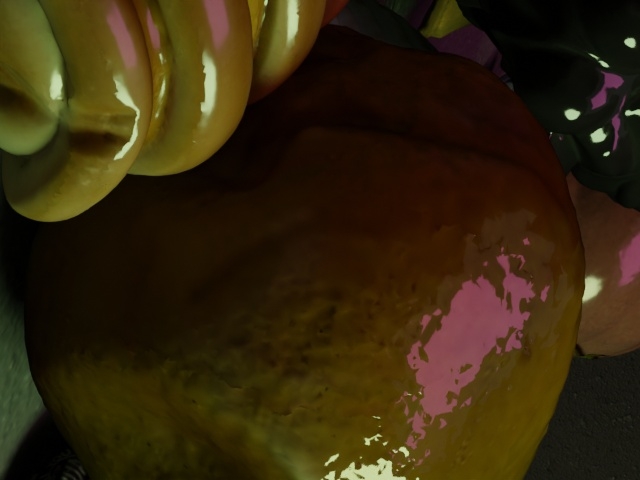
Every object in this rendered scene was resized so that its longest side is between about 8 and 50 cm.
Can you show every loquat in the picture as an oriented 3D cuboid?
[{"bbox_3d":[-0.001,0.035,0.804,0.276,0.276,0.283,-53,136,-45],"label":"loquat"}]

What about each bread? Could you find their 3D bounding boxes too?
[{"bbox_3d":[-0.036,-0.153,0.687,0.172,0.121,0.311,87,28,-45],"label":"bread"}]

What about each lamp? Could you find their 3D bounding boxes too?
[{"bbox_3d":[0.169,0.005,1.358,0.305,0.305,0.239,23,82,-77],"label":"lamp"}]

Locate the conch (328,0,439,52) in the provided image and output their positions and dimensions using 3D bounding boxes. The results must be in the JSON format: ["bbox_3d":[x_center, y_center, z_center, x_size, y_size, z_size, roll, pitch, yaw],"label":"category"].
[{"bbox_3d":[0.038,0.001,1.072,0.303,0.215,0.319,-67,172,-55],"label":"conch"}]

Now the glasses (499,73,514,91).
[{"bbox_3d":[0.250,-0.057,1.681,0.118,0.268,0.234,-53,175,23],"label":"glasses"}]

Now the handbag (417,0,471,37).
[{"bbox_3d":[0.190,-0.350,1.263,0.283,0.133,0.401,-57,164,-52],"label":"handbag"}]

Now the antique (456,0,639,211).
[{"bbox_3d":[0.205,-0.134,1.084,0.185,0.322,0.255,-44,-143,23],"label":"antique"}]

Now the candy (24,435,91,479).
[{"bbox_3d":[-0.150,0.150,0.913,0.226,0.051,0.094,-47,166,-51],"label":"candy"}]
